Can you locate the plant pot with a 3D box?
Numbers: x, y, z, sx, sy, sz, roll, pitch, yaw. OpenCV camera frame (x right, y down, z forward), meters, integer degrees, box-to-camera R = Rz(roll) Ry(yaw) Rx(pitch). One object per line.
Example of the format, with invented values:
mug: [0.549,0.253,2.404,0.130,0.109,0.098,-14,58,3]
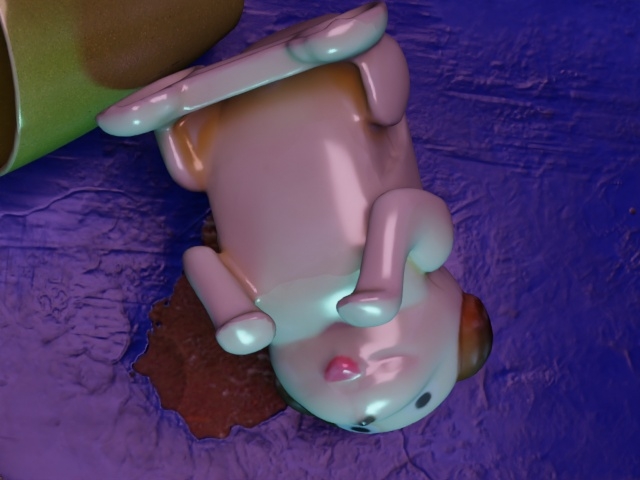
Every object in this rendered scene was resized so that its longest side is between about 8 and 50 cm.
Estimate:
plant pot: [-0.232,-0.235,1.543,0.293,0.275,0.275,-20,86,-30]

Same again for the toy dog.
toy dog: [0.000,0.000,1.526,0.284,0.395,0.408,-19,99,7]

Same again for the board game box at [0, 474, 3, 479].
board game box: [-0.465,0.187,1.435,0.232,0.141,0.291,-32,93,-27]
